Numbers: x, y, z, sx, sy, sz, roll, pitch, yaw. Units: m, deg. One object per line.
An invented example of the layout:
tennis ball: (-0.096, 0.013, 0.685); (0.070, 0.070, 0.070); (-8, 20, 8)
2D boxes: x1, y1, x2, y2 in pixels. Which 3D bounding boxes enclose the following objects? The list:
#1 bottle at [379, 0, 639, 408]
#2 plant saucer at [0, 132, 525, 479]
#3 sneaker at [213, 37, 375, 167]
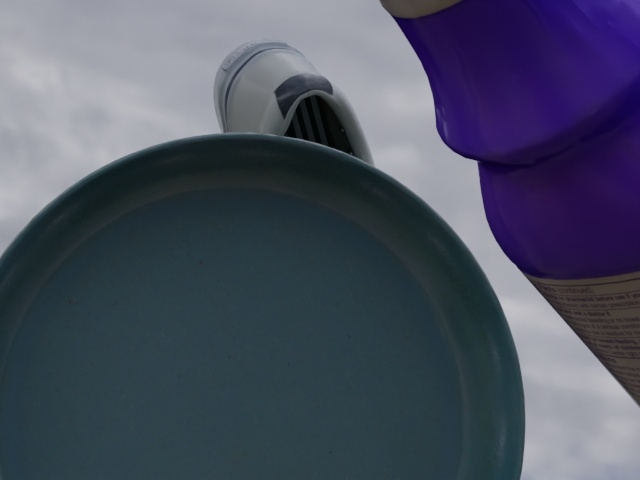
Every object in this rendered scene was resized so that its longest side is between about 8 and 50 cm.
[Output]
bottle: (0.119, -0.017, 0.626); (0.118, 0.092, 0.283); (-11, -48, 45)
plant saucer: (-0.045, 0.100, 0.994); (0.318, 0.317, 0.044); (16, -5, -10)
sneaker: (0.000, 0.000, 1.130); (0.091, 0.094, 0.258); (45, -19, 57)
